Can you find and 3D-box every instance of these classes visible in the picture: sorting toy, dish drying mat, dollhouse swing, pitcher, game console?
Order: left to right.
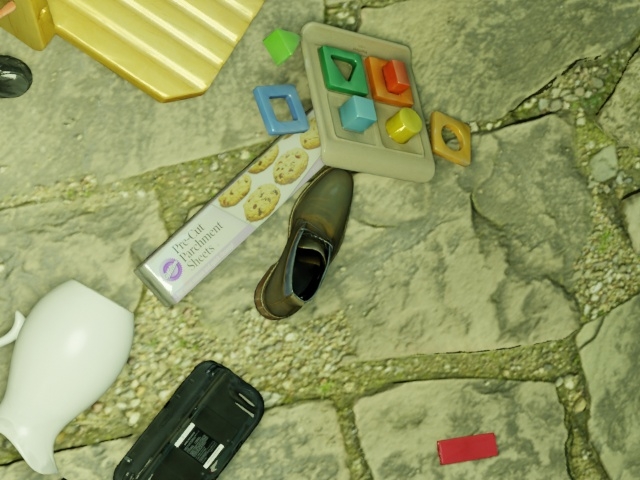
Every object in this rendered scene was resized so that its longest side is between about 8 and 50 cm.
[{"bbox_3d":[-0.326,0.139,1.769,0.178,0.125,0.207,31,85,0],"label":"pitcher"},{"bbox_3d":[-0.210,-0.381,1.781,0.305,0.315,0.346,30,73,6],"label":"dollhouse swing"},{"bbox_3d":[-0.191,0.309,1.817,0.213,0.044,0.361,38,70,0],"label":"game console"},{"bbox_3d":[0.068,-0.178,1.935,0.348,0.047,0.196,9,62,-36],"label":"sorting toy"},{"bbox_3d":[0.191,0.272,2.004,0.083,0.008,0.032,-6,86,-21],"label":"dish drying mat"}]

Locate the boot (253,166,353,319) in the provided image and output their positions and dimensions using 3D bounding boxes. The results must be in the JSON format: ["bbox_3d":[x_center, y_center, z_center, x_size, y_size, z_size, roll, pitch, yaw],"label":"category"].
[{"bbox_3d":[0.000,0.000,1.906,0.082,0.106,0.219,29,75,-16],"label":"boot"}]

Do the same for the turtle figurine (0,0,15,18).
[{"bbox_3d":[-0.497,-0.266,1.725,0.270,0.087,0.217,-29,101,1],"label":"turtle figurine"}]

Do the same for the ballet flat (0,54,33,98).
[{"bbox_3d":[-0.426,-0.203,1.806,0.173,0.049,0.057,13,115,-16],"label":"ballet flat"}]

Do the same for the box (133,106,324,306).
[{"bbox_3d":[-0.091,-0.048,1.900,0.324,0.063,0.067,-43,97,-20],"label":"box"}]
